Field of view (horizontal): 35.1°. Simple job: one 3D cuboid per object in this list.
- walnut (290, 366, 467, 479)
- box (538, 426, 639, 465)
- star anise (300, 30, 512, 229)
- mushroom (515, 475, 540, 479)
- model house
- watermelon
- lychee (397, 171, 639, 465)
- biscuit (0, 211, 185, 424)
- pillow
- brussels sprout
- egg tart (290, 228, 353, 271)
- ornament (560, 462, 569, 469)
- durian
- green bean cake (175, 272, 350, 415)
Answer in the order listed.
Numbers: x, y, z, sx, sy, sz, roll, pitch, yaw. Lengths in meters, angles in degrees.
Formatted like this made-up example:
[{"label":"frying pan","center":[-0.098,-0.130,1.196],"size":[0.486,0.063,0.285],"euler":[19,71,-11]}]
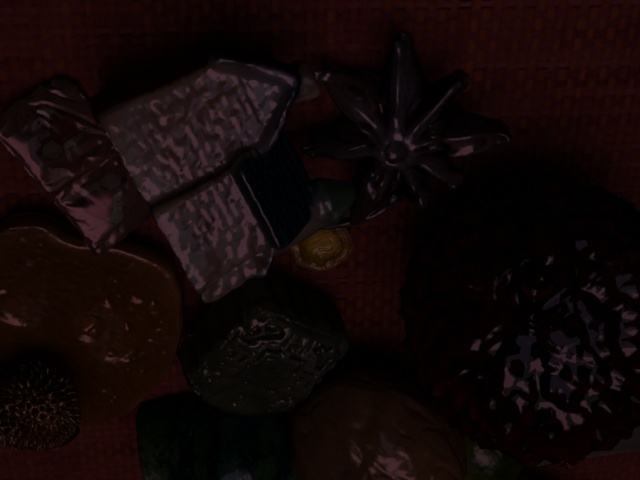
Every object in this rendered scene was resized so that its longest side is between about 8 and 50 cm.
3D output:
[{"label":"walnut","center":[0.091,0.356,1.681],"size":[0.313,0.252,0.277],"euler":[34,158,2]},{"label":"box","center":[0.473,0.309,1.793],"size":[0.225,0.129,0.086],"euler":[-8,124,-1]},{"label":"star anise","center":[0.093,-0.155,1.448],"size":[0.359,0.139,0.316],"euler":[3,117,9]},{"label":"mushroom","center":[0.366,0.599,1.930],"size":[0.297,0.298,0.290],"euler":[-12,161,1]},{"label":"model house","center":[-0.116,-0.113,1.352],"size":[0.284,0.243,0.298],"euler":[-28,110,-1]},{"label":"watermelon","center":[-0.142,0.432,1.751],"size":[0.292,0.222,0.319],"euler":[-11,124,5]},{"label":"lychee","center":[0.314,0.106,1.454],"size":[0.424,0.425,0.500],"euler":[-21,154,7]},{"label":"biscuit","center":[-0.400,0.133,1.605],"size":[0.365,0.062,0.385],"euler":[19,121,-20]},{"label":"pillow","center":[-0.342,-0.108,1.441],"size":[0.135,0.049,0.248],"euler":[-39,117,-7]},{"label":"brussels sprout","center":[0.283,0.384,1.814],"size":[0.161,0.144,0.181],"euler":[-15,150,-20]},{"label":"egg tart","center":[0.000,0.000,1.579],"size":[0.105,0.039,0.105],"euler":[-3,124,-5]},{"label":"ornament","center":[0.485,0.384,1.907],"size":[0.073,0.028,0.125],"euler":[10,120,-13]},{"label":"durian","center":[-0.449,0.259,1.574],"size":[0.168,0.137,0.158],"euler":[31,138,-16]},{"label":"green bean cake","center":[-0.091,0.173,1.617],"size":[0.222,0.125,0.227],"euler":[23,122,-35]}]
